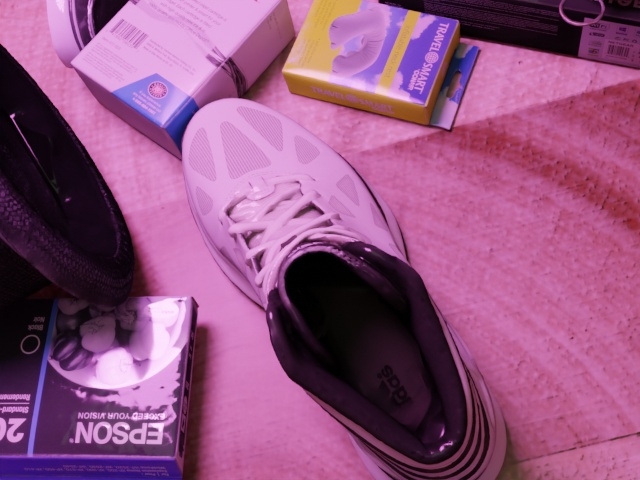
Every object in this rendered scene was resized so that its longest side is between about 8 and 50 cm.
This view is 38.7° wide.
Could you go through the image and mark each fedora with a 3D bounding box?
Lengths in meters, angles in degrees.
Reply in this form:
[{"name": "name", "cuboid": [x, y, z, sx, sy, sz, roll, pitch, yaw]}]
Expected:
[{"name": "fedora", "cuboid": [-0.312, -0.049, 0.813, 0.152, 0.334, 0.334, -34, 65, 6]}]

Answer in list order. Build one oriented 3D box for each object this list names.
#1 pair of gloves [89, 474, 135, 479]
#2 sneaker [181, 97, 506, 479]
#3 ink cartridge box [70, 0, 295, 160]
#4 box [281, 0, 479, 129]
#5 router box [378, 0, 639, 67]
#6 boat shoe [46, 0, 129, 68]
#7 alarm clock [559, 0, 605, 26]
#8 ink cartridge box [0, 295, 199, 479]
[{"name": "pair of gloves", "cuboid": [-0.239, 0.176, 0.845, 0.159, 0.023, 0.198, -11, 65, 5]}, {"name": "sneaker", "cuboid": [0.001, 0.000, 0.749, 0.169, 0.257, 0.447, -34, 66, -5]}, {"name": "ink cartridge box", "cuboid": [-0.140, -0.201, 0.956, 0.139, 0.082, 0.191, 35, 76, 21]}, {"name": "box", "cuboid": [0.062, -0.186, 0.936, 0.178, 0.042, 0.109, 16, 71, 17]}, {"name": "router box", "cuboid": [0.238, -0.319, 0.940, 0.308, 0.081, 0.243, 14, 70, 15]}, {"name": "boat shoe", "cuboid": [-0.217, -0.322, 1.014, 0.102, 0.108, 0.301, 3, 61, 13]}, {"name": "alarm clock", "cuboid": [0.272, -0.268, 0.832, 0.129, 0.064, 0.192, 28, 73, 19]}, {"name": "ink cartridge box", "cuboid": [-0.219, 0.152, 0.817, 0.206, 0.045, 0.208, -2, 66, 7]}]
